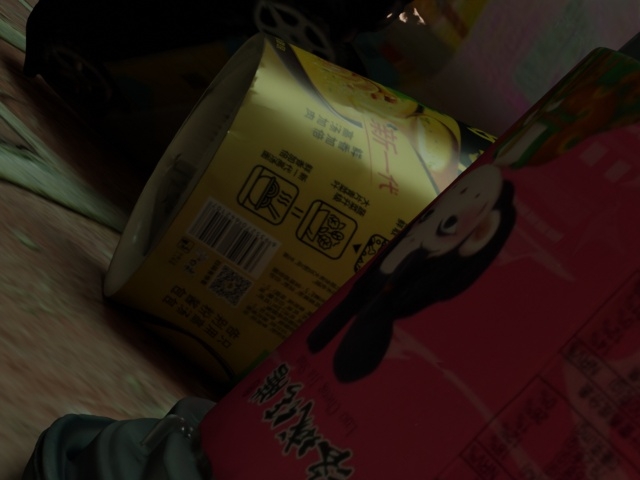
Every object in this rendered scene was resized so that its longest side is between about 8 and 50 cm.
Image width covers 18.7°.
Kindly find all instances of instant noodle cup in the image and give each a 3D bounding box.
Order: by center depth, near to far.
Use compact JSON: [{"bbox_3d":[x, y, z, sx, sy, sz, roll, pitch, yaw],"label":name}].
[{"bbox_3d":[0.088,0.069,0.439,0.258,0.181,0.302,40,4,-32],"label":"instant noodle cup"},{"bbox_3d":[0.000,0.000,0.720,0.122,0.151,0.151,33,6,-14],"label":"instant noodle cup"}]

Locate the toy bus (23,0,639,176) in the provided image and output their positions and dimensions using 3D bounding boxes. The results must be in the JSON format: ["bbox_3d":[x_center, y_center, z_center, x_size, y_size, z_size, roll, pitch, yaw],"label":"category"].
[{"bbox_3d":[-0.001,-0.106,1.028,0.162,0.171,0.386,51,-26,-23],"label":"toy bus"}]
